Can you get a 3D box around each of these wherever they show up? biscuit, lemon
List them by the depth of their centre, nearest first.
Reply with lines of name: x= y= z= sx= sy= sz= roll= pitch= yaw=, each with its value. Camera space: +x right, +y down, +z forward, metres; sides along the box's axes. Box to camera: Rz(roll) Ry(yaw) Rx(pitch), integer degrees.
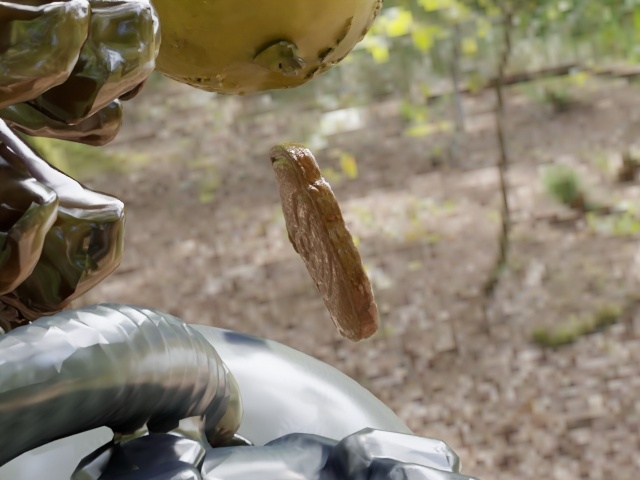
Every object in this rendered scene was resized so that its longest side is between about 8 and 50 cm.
lemon: x=-0.048 y=-0.169 z=1.053 sx=0.173 sy=0.173 sz=0.206 roll=-17 pitch=36 yaw=-20
biscuit: x=0.000 y=0.000 z=1.162 sx=0.019 sy=0.130 sz=0.102 roll=-21 pitch=-12 yaw=-13

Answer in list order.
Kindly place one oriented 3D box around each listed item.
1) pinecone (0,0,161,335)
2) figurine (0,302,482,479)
pinecone: x=-0.218 y=-0.059 z=0.700 sx=0.384 sy=0.384 sz=0.384 roll=-11 pitch=16 yaw=3
figurine: x=-0.024 y=0.111 z=0.458 sx=0.261 sy=0.186 sz=0.382 roll=9 pitch=-6 yaw=-13
